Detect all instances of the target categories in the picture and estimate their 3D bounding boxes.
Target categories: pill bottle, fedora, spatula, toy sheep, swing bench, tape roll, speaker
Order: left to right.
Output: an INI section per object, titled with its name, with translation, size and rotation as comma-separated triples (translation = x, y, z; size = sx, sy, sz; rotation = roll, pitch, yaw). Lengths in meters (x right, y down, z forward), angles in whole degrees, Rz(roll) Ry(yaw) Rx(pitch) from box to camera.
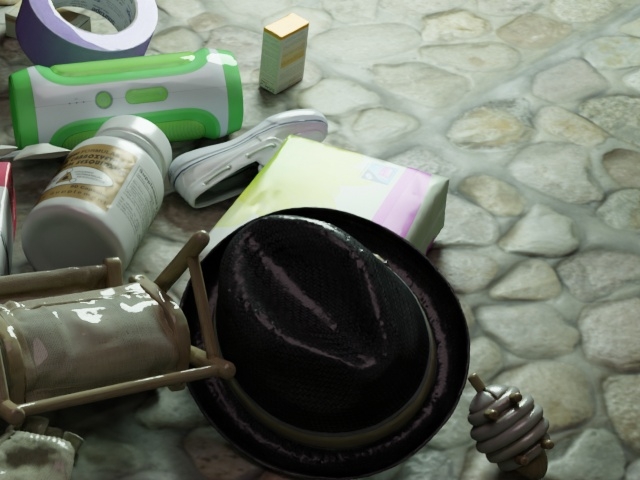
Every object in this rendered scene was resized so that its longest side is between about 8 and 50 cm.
[spatula]
translation = -0.424, -0.102, 1.997
size = 0.168, 0.019, 0.242
rotation = -7, 1, -31
[swing bench]
translation = -0.267, 0.096, 1.692
size = 0.253, 0.165, 0.254
rotation = -9, -4, -32
[tape roll]
translation = -0.331, -0.312, 2.287
size = 0.189, 0.080, 0.189
rotation = 14, 49, -16
[pill bottle]
translation = -0.263, -0.051, 1.966
size = 0.131, 0.131, 0.229
rotation = 11, 38, 9
[speaker]
translation = -0.257, -0.182, 2.141
size = 0.296, 0.131, 0.131
rotation = -8, 39, -14
[fedora]
translation = -0.006, 0.084, 1.708
size = 0.334, 0.152, 0.334
rotation = -3, 64, 7
[toy sheep]
translation = 0.198, 0.195, 1.708
size = 0.091, 0.091, 0.132
rotation = -30, 90, -35

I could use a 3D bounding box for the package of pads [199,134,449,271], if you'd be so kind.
[package of pads]
translation = 0.000, 0.000, 1.945
size = 0.229, 0.101, 0.296
rotation = 16, 39, 15

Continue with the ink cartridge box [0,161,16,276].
[ink cartridge box]
translation = -0.453, 0.014, 1.893
size = 0.172, 0.100, 0.237
rotation = -1, 38, -5

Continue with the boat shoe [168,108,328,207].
[boat shoe]
translation = -0.082, -0.096, 2.095
size = 0.226, 0.083, 0.076
rotation = -24, 55, -14

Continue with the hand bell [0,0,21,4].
[hand bell]
translation = -0.477, -0.490, 2.425
size = 0.126, 0.242, 0.126
rotation = 2, 37, -2

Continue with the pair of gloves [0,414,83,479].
[pair of gloves]
translation = -0.378, 0.231, 1.667
size = 0.240, 0.042, 0.204
rotation = 15, 39, 14

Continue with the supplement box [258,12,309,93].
[supplement box]
translation = -0.052, -0.264, 2.283
size = 0.036, 0.098, 0.062
rotation = 32, 45, 27

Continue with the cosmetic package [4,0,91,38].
[cosmetic package]
translation = -0.399, -0.314, 2.366
size = 0.115, 0.041, 0.060
rotation = 19, 42, 18
